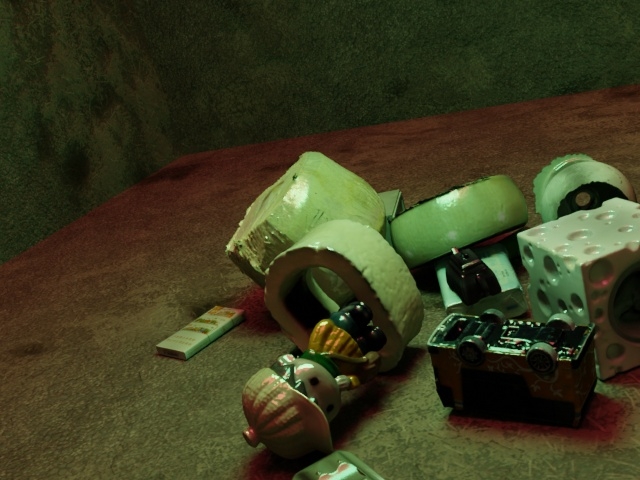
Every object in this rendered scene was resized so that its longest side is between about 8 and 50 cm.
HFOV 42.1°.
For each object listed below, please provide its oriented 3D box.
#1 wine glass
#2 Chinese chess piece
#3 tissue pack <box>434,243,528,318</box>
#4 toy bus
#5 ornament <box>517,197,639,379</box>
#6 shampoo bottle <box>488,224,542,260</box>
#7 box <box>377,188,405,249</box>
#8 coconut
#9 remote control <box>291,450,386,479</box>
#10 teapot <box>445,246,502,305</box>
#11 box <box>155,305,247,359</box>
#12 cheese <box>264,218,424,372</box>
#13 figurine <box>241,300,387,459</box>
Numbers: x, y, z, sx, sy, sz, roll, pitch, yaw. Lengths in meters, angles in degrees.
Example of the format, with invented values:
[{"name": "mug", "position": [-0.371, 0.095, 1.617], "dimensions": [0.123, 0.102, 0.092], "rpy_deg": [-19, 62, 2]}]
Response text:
[{"name": "wine glass", "position": [0.650, -0.090, 2.048], "dimensions": [0.237, 0.238, 0.323], "rpy_deg": [-11, 9, 12]}, {"name": "Chinese chess piece", "position": [0.344, -0.048, 2.093], "dimensions": [0.349, 0.147, 0.349], "rpy_deg": [-20, -6, -2]}, {"name": "tissue pack", "position": [0.367, 0.106, 1.926], "dimensions": [0.177, 0.089, 0.263], "rpy_deg": [-16, 21, 8]}, {"name": "toy bus", "position": [0.344, 0.225, 1.494], "dimensions": [0.275, 0.167, 0.138], "rpy_deg": [3, 26, 32]}, {"name": "ornament", "position": [0.559, 0.083, 1.604], "dimensions": [0.239, 0.239, 0.240], "rpy_deg": [-19, 19, -11]}, {"name": "shampoo bottle", "position": [0.498, 0.013, 2.128], "dimensions": [0.204, 0.065, 0.065], "rpy_deg": [-26, 22, -28]}, {"name": "box", "position": [0.199, -0.048, 2.420], "dimensions": [0.086, 0.130, 0.225], "rpy_deg": [-10, 20, 15]}, {"name": "coconut", "position": [0.000, 0.000, 2.116], "dimensions": [0.404, 0.405, 0.404], "rpy_deg": [-14, 19, 5]}, {"name": "remote control", "position": [0.072, 0.423, 1.300], "dimensions": [0.128, 0.066, 0.335], "rpy_deg": [-26, 21, -22]}, {"name": "teapot", "position": [0.323, 0.065, 1.805], "dimensions": [0.087, 0.096, 0.177], "rpy_deg": [-22, 25, -4]}, {"name": "box", "position": [-0.309, 0.237, 2.168], "dimensions": [0.122, 0.032, 0.220], "rpy_deg": [2, 27, 43]}, {"name": "cheese", "position": [0.051, 0.131, 1.789], "dimensions": [0.292, 0.332, 0.153], "rpy_deg": [-35, 3, 40]}, {"name": "figurine", "position": [-0.017, 0.267, 1.586], "dimensions": [0.204, 0.185, 0.332], "rpy_deg": [-19, 23, 36]}]
